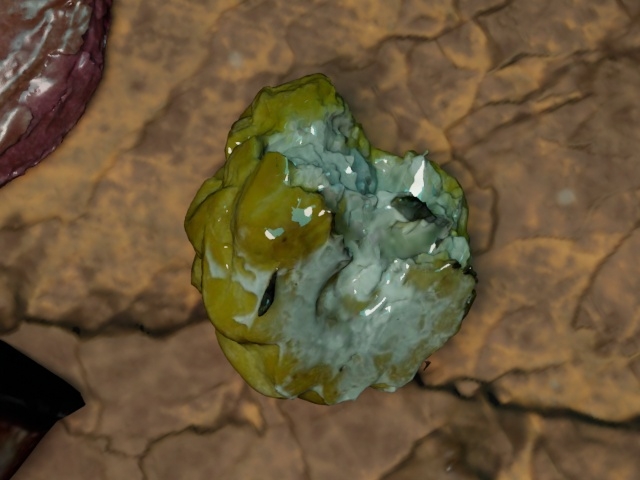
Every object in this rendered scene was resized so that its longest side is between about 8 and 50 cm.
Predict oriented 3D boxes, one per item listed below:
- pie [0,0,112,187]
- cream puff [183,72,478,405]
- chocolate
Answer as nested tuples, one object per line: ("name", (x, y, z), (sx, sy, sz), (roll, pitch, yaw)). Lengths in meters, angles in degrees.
("pie", (-0.212, -0.130, 0.785), (0.219, 0.054, 0.204), (28, 80, 2))
("cream puff", (0.000, -0.001, 0.748), (0.156, 0.156, 0.121), (46, 124, 5))
("chocolate", (-0.198, 0.082, 0.725), (0.149, 0.125, 0.080), (27, 97, -2))
